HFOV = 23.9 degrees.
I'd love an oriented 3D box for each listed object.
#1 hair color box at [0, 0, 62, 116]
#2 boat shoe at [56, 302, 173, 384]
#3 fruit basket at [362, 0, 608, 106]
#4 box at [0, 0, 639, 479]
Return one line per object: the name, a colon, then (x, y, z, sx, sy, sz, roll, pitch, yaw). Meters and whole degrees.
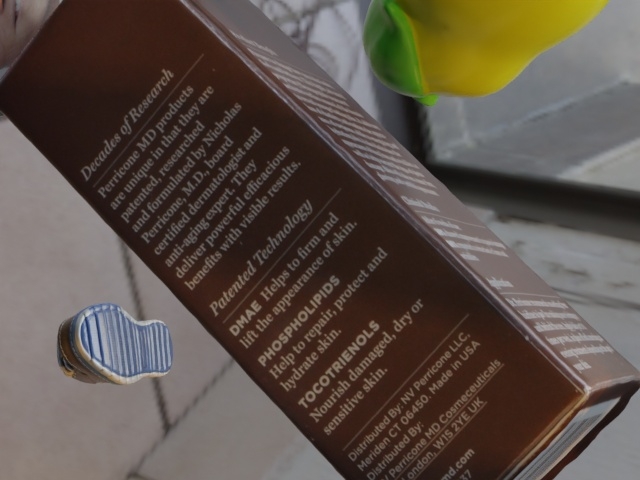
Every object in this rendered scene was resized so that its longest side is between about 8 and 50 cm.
hair color box: (-0.233, -0.164, 0.953, 0.347, 0.105, 0.174, -28, 119, -69)
boat shoe: (-0.185, 0.095, 1.274, 0.183, 0.066, 0.066, 33, 48, -71)
fruit basket: (0.149, -0.276, 1.013, 0.392, 0.392, 0.283, -21, 84, -34)
box: (0.000, 0.000, 0.914, 0.143, 0.381, 0.191, -47, 163, 12)
